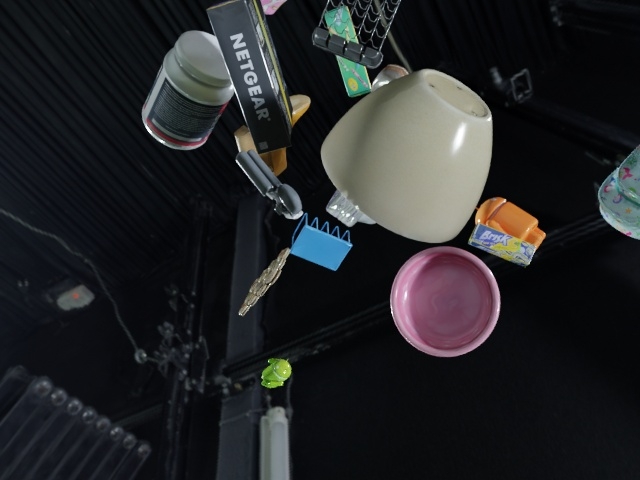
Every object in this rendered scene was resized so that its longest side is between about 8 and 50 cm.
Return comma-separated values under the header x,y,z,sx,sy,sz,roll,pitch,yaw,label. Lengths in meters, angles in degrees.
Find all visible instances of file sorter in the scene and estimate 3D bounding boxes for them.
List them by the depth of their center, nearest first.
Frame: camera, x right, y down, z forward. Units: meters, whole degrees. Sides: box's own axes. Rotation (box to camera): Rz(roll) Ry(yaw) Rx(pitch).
x,y,z,sx,sy,sz,roll,pitch,yaw,label
0.000,0.000,1.821,0.118,0.170,0.104,-59,-162,30,file sorter

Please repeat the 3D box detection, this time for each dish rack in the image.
x,y,z,sx,sy,sz,roll,pitch,yaw,label
0.114,-0.637,1.500,0.074,0.208,0.272,-64,177,-85,dish rack

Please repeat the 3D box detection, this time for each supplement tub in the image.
x,y,z,sx,sy,sz,roll,pitch,yaw,label
-0.343,-0.390,1.450,0.272,0.191,0.191,-45,-158,42,supplement tub

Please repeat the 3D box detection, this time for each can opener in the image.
x,y,z,sx,sy,sz,roll,pitch,yaw,label
-0.144,-0.174,1.636,0.074,0.280,0.093,-19,151,-49,can opener

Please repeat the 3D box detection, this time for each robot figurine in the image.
x,y,z,sx,sy,sz,roll,pitch,yaw,label
0.565,-0.048,1.663,0.219,0.128,0.158,39,-111,25,robot figurine
-0.140,0.426,1.754,0.115,0.067,0.101,-42,-150,27,robot figurine

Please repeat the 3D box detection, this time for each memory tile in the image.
x,y,z,sx,sy,sz,roll,pitch,yaw,label
-0.115,0.083,1.108,0.148,0.012,0.113,-46,-167,33,memory tile

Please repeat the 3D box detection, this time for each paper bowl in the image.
x,y,z,sx,sy,sz,roll,pitch,yaw,label
0.153,-0.163,1.590,0.284,0.148,0.284,-55,-177,4,paper bowl

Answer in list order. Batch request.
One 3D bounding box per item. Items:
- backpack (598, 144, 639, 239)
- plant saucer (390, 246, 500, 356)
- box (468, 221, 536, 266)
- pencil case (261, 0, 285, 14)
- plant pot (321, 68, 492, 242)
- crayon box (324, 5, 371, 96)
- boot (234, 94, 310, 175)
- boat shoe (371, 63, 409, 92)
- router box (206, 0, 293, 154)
x,y,z,sx,sy,sz,roll,pitch,yaw,label
0.920,-0.139,1.532,0.253,0.191,0.225,-46,-125,7,backpack
0.384,0.186,1.681,0.332,0.084,0.332,-4,-100,27,plant saucer
0.499,0.012,1.509,0.169,0.054,0.059,24,-97,14,box
-0.018,-0.740,1.415,0.386,0.160,0.167,-19,-131,26,pencil case
0.170,-0.163,0.902,0.191,0.284,0.284,-56,-159,36,plant pot
0.098,-0.634,1.863,0.081,0.278,0.165,-16,-168,10,crayon box
-0.139,-0.334,1.825,0.295,0.211,0.104,-34,-132,-13,boot
0.214,-0.351,1.376,0.123,0.324,0.116,27,-97,22,boat shoe
-0.140,-0.378,1.190,0.081,0.309,0.243,-13,-149,7,router box
